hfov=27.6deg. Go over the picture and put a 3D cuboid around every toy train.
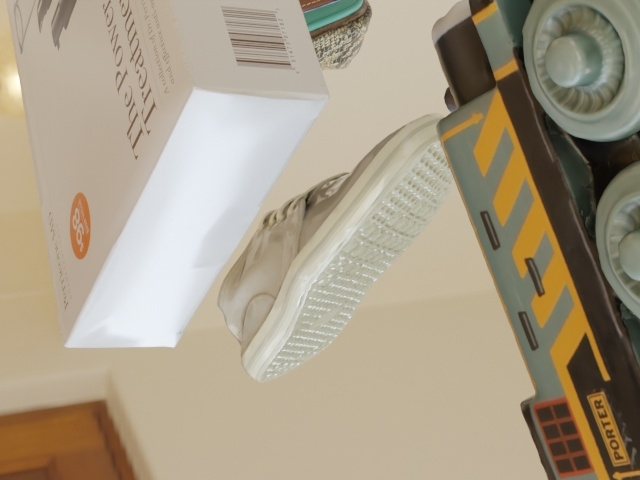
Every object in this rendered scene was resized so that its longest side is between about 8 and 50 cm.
[{"bbox_3d":[0.157,0.006,0.621,0.190,0.142,0.334,-28,-98,55],"label":"toy train"}]

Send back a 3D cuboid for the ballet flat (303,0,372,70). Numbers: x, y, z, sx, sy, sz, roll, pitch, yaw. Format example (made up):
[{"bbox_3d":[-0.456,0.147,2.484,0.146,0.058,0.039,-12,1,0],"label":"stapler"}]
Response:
[{"bbox_3d":[-0.136,-0.242,1.855,0.164,0.483,0.182,48,-37,35],"label":"ballet flat"}]

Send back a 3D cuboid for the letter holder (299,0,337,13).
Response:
[{"bbox_3d":[-0.012,-0.365,1.422,0.302,0.152,0.214,-15,-78,30],"label":"letter holder"}]

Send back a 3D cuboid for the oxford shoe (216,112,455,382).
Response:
[{"bbox_3d":[0.000,0.000,1.354,0.130,0.169,0.449,58,-36,16],"label":"oxford shoe"}]

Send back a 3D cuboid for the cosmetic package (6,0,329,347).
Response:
[{"bbox_3d":[-0.133,-0.155,0.929,0.284,0.097,0.377,-58,-140,47],"label":"cosmetic package"}]
